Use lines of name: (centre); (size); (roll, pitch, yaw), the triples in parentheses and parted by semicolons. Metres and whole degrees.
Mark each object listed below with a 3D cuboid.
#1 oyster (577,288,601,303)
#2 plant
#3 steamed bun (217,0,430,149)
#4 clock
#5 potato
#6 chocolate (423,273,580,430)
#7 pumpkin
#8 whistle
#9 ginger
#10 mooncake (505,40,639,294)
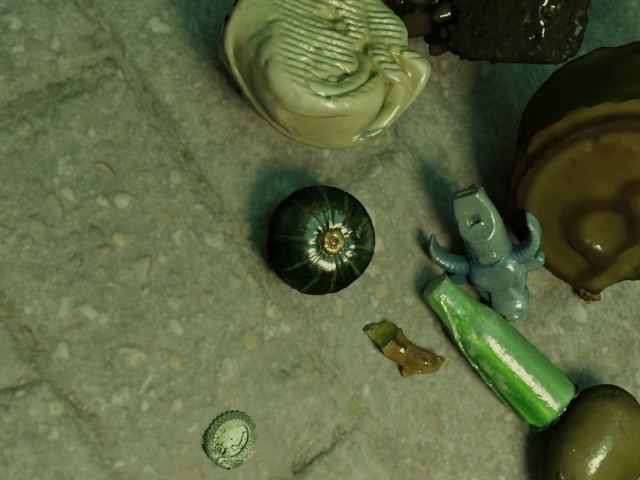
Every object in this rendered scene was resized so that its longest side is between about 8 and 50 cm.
oyster: (0.460, 0.052, 1.515); (0.086, 0.029, 0.132); (-22, 85, -32)
plant: (0.254, -0.375, 1.365); (0.194, 0.321, 0.181); (-15, 115, -44)
steamed bun: (-0.013, -0.249, 1.273); (0.268, 0.207, 0.280); (-21, 70, -29)
clock: (-0.128, 0.287, 1.230); (0.074, 0.010, 0.083); (44, 66, -9)
potato: (0.448, 0.339, 1.381); (0.178, 0.160, 0.235); (49, 63, -17)
chocolate: (0.281, 0.173, 1.381); (0.291, 0.110, 0.110); (45, 67, -7)
pumpkin: (0.001, 0.001, 1.276); (0.167, 0.125, 0.167); (4, 79, -20)
whistle: (0.279, 0.027, 1.377); (0.269, 0.180, 0.093); (59, 31, -30)
ginger: (0.132, 0.175, 1.346); (0.137, 0.044, 0.057); (36, 51, -15)
mooncake: (0.499, -0.100, 1.347); (0.393, 0.394, 0.246); (7, 47, 14)
